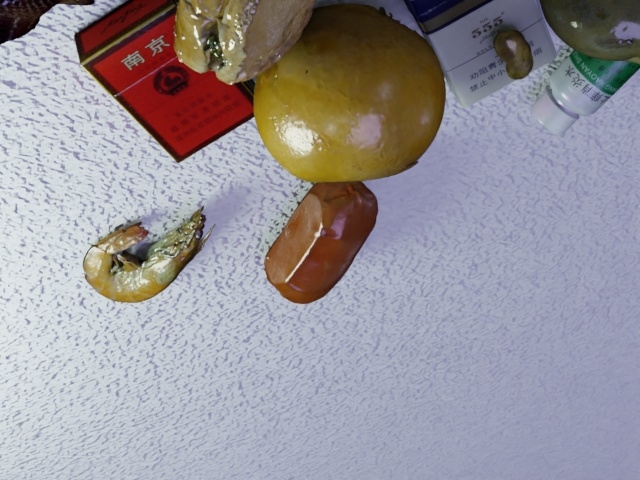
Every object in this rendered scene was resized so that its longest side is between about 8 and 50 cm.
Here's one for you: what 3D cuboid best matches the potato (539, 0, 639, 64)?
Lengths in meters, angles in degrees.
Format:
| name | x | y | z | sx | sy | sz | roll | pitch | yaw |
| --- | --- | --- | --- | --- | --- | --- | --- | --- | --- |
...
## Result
| name | x | y | z | sx | sy | sz | roll | pitch | yaw |
| --- | --- | --- | --- | --- | --- | --- | --- | --- | --- |
| potato | 0.418 | -0.331 | 1.626 | 0.177 | 0.235 | 0.160 | -62 | 173 | -4 |

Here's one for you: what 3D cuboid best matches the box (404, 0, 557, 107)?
| name | x | y | z | sx | sy | sz | roll | pitch | yaw |
| --- | --- | --- | --- | --- | --- | --- | --- | --- | --- |
| box | 0.224 | -0.318 | 1.656 | 0.168 | 0.071 | 0.259 | -28 | 141 | 8 |

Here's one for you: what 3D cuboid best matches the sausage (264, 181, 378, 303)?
| name | x | y | z | sx | sy | sz | roll | pitch | yaw |
| --- | --- | --- | --- | --- | --- | --- | --- | --- | --- |
| sausage | 0.002 | 0.000 | 1.886 | 0.133 | 0.133 | 0.258 | 8 | 129 | -32 |

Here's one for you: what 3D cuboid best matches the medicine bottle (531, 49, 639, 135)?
| name | x | y | z | sx | sy | sz | roll | pitch | yaw |
| --- | --- | --- | --- | --- | --- | --- | --- | --- | --- |
| medicine bottle | 0.435 | -0.274 | 1.790 | 0.095 | 0.095 | 0.260 | 15 | 130 | -37 |

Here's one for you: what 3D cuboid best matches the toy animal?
| name | x | y | z | sx | sy | sz | roll | pitch | yaw |
| --- | --- | --- | --- | --- | --- | --- | --- | --- | --- |
| toy animal | -0.346 | -0.296 | 1.378 | 0.180 | 0.116 | 0.218 | 3 | 129 | -27 |

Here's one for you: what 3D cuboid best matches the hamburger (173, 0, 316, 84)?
| name | x | y | z | sx | sy | sz | roll | pitch | yaw |
| --- | --- | --- | --- | --- | --- | --- | --- | --- | --- |
| hamburger | -0.078 | -0.317 | 1.387 | 0.146 | 0.243 | 0.286 | 32 | 117 | 2 |

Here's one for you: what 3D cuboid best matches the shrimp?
| name | x | y | z | sx | sy | sz | roll | pitch | yaw |
| --- | --- | --- | --- | --- | --- | --- | --- | --- | --- |
| shrimp | -0.269 | 0.020 | 1.834 | 0.249 | 0.068 | 0.150 | -34 | 135 | 23 |

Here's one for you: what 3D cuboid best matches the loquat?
| name | x | y | z | sx | sy | sz | roll | pitch | yaw |
| --- | --- | --- | --- | --- | --- | --- | --- | --- | --- |
| loquat | 0.042 | -0.190 | 1.571 | 0.263 | 0.263 | 0.263 | -13 | 141 | -11 |

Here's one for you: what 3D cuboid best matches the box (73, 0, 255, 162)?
| name | x | y | z | sx | sy | sz | roll | pitch | yaw |
| --- | --- | --- | --- | --- | --- | --- | --- | --- | --- |
| box | -0.198 | -0.223 | 1.570 | 0.153 | 0.074 | 0.240 | -27 | 140 | 13 |

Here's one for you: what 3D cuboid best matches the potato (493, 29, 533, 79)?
| name | x | y | z | sx | sy | sz | roll | pitch | yaw |
| --- | --- | --- | --- | --- | --- | --- | --- | --- | --- |
| potato | 0.275 | -0.265 | 1.649 | 0.045 | 0.046 | 0.092 | -2 | 144 | 34 |
